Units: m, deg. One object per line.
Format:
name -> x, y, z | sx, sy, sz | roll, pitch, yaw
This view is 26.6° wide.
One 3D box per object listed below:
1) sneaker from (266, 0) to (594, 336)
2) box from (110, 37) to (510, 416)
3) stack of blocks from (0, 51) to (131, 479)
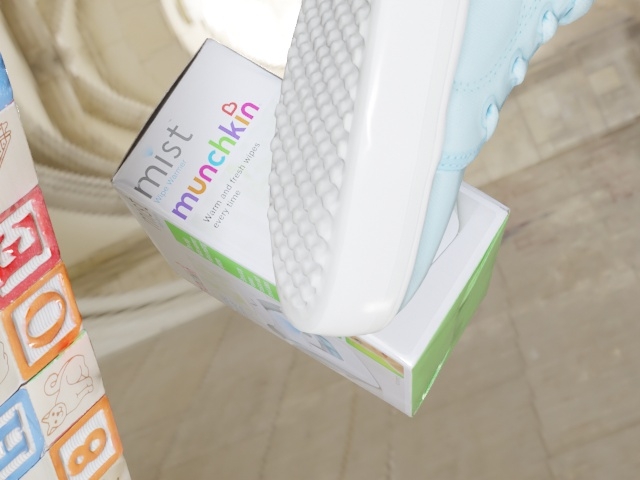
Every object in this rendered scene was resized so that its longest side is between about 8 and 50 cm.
sneaker -> 0.084, -0.128, 0.561 | 0.135, 0.150, 0.365 | 178, 107, -75
box -> 0.000, 0.000, 0.962 | 0.231, 0.126, 0.262 | 30, 170, 9
stack of blocks -> -0.192, 0.060, 0.583 | 0.171, 0.087, 0.297 | -45, -40, -38
